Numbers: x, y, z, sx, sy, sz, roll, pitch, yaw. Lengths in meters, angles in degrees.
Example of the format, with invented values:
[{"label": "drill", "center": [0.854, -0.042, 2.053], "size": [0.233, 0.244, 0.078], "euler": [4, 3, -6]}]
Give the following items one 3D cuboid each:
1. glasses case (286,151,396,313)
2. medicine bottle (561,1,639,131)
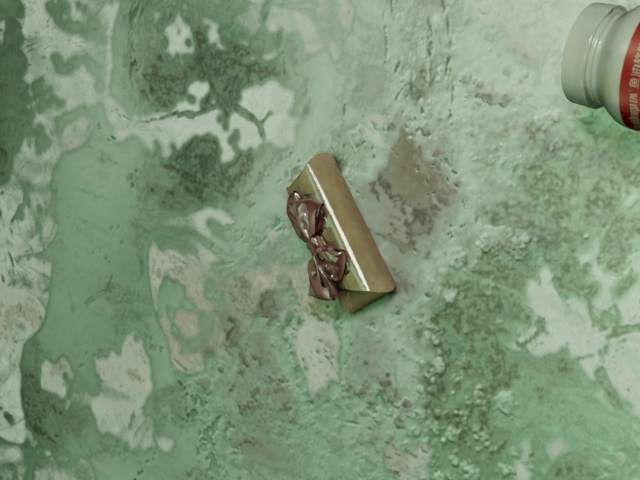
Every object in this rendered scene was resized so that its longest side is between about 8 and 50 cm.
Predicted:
[{"label": "glasses case", "center": [0.000, 0.000, 1.532], "size": [0.102, 0.070, 0.193], "euler": [-34, 74, 34]}, {"label": "medicine bottle", "center": [0.370, -0.158, 1.211], "size": [0.250, 0.131, 0.131], "euler": [20, 105, 34]}]
